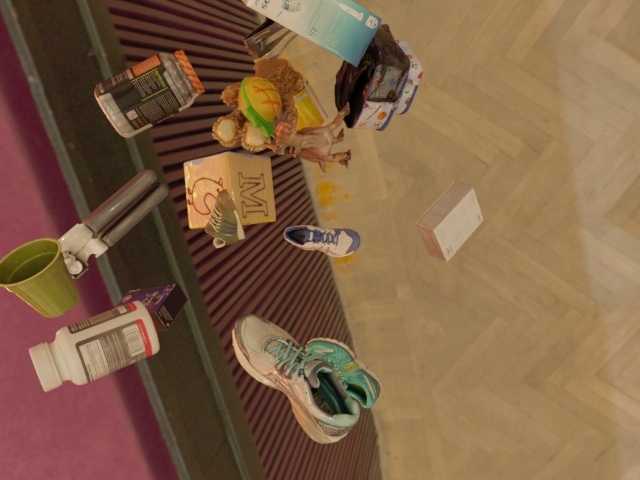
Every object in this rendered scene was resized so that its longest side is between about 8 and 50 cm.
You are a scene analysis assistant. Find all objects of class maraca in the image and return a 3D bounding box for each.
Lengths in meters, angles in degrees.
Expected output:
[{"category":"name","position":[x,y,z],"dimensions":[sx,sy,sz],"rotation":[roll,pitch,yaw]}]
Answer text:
[{"category":"maraca","position":[-0.147,-0.328,1.216],"dimensions":[0.099,0.186,0.127],"rotation":[-32,137,29]}]

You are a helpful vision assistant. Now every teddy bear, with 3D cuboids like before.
[{"category":"teddy bear","position":[-0.170,-0.374,1.411],"dimensions":[0.245,0.338,0.113],"rotation":[-5,143,11]}]

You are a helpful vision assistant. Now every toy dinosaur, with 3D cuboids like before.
[{"category":"toy dinosaur","position":[-0.032,-0.238,1.206],"dimensions":[0.200,0.296,0.127],"rotation":[-5,86,-3]}]

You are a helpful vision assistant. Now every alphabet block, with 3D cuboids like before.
[{"category":"alphabet block","position":[-0.263,-0.142,1.457],"dimensions":[0.192,0.193,0.197],"rotation":[-6,90,35]}]

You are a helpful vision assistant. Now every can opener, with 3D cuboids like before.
[{"category":"can opener","position":[-0.420,-0.030,0.951],"dimensions":[0.280,0.093,0.074],"rotation":[-45,127,-15]}]

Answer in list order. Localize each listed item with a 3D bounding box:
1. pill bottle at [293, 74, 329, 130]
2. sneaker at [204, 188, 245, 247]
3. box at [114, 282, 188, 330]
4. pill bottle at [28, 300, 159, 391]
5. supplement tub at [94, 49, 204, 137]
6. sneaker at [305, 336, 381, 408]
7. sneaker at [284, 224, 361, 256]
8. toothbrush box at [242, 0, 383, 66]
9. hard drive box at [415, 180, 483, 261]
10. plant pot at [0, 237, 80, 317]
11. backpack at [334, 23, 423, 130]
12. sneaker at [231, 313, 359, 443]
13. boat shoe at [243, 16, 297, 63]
[{"category":"pill bottle","position":[-0.050,-0.423,1.634],"dimensions":[0.117,0.117,0.215],"rotation":[-24,123,17]},{"category":"sneaker","position":[-0.243,-0.042,1.215],"dimensions":[0.086,0.192,0.064],"rotation":[-27,62,-14]},{"category":"box","position":[-0.705,0.279,2.024],"dimensions":[0.261,0.184,0.103],"rotation":[-10,119,22]},{"category":"pill bottle","position":[-0.654,0.309,1.445],"dimensions":[0.176,0.318,0.176],"rotation":[35,135,44]},{"category":"supplement tub","position":[-0.562,-0.494,1.654],"dimensions":[0.316,0.193,0.193],"rotation":[-28,100,-4]},{"category":"sneaker","position":[0.068,0.397,1.505],"dimensions":[0.275,0.110,0.107],"rotation":[37,125,2]},{"category":"sneaker","position":[0.000,0.000,1.850],"dimensions":[0.296,0.131,0.112],"rotation":[2,85,29]},{"category":"toothbrush box","position":[-0.034,-0.554,1.171],"dimensions":[0.295,0.216,0.126],"rotation":[19,114,-29]},{"category":"hard drive box","position":[0.476,-0.069,1.811],"dimensions":[0.232,0.089,0.181],"rotation":[-44,130,-15]},{"category":"plant pot","position":[-0.346,0.053,0.623],"dimensions":[0.083,0.083,0.079],"rotation":[-5,132,13]},{"category":"backpack","position":[0.146,-0.448,1.397],"dimensions":[0.213,0.276,0.263],"rotation":[8,134,-20]},{"category":"sneaker","position":[-0.036,0.225,0.878],"dimensions":[0.283,0.110,0.122],"rotation":[44,142,5]},{"category":"boat shoe","position":[-0.134,-0.788,1.769],"dimensions":[0.355,0.132,0.130],"rotation":[-52,129,-7]}]
